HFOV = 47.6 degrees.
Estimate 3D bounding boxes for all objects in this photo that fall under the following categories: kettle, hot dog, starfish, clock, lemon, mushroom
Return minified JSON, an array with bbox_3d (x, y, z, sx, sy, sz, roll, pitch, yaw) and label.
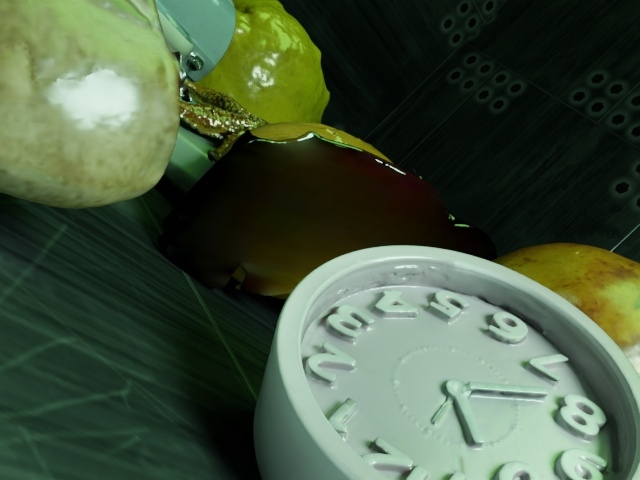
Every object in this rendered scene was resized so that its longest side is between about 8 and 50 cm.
[{"bbox_3d":[-0.207,-0.267,0.776,0.210,0.160,0.243,59,9,27],"label":"kettle"},{"bbox_3d":[0.002,-0.006,0.665,0.326,0.194,0.107,36,4,-40],"label":"hot dog"},{"bbox_3d":[-0.071,-0.109,0.768,0.240,0.043,0.227,41,16,25],"label":"starfish"},{"bbox_3d":[0.067,0.088,0.377,0.197,0.068,0.197,9,36,-7],"label":"clock"},{"bbox_3d":[-0.122,-0.242,1.177,0.285,0.285,0.316,-129,-160,-52],"label":"lemon"},{"bbox_3d":[-0.198,-0.126,0.346,0.285,0.156,0.151,47,32,23],"label":"mushroom"}]

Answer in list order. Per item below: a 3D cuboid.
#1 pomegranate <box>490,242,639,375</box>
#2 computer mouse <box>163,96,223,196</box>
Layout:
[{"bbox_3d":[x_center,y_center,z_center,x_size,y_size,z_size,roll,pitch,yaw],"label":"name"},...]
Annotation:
[{"bbox_3d":[0.185,0.141,0.561,0.264,0.264,0.264,46,4,-4],"label":"pomegranate"},{"bbox_3d":[-0.086,-0.049,0.799,0.331,0.095,0.197,36,15,-6],"label":"computer mouse"}]
